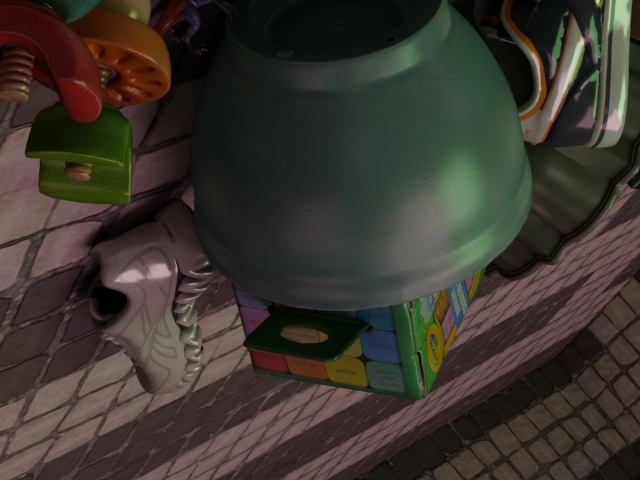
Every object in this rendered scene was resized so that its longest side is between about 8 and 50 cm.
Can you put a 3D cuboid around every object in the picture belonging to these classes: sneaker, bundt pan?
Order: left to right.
[{"bbox_3d":[-0.186,0.073,1.368,0.118,0.110,0.292,-22,149,-23],"label":"sneaker"},{"bbox_3d":[0.214,-0.130,1.401,0.331,0.124,0.331,-50,-158,29],"label":"bundt pan"},{"bbox_3d":[0.208,-0.241,1.177,0.127,0.321,0.126,-1,-170,-6],"label":"sneaker"}]

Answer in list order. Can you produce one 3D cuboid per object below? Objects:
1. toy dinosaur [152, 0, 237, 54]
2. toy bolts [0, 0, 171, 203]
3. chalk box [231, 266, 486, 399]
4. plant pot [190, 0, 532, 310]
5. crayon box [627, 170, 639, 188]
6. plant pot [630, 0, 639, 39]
[{"bbox_3d":[-0.095,-0.184,1.002,0.090,0.047,0.082,-13,131,-29],"label":"toy dinosaur"},{"bbox_3d":[-0.201,-0.139,0.831,0.218,0.158,0.228,7,163,-7],"label":"toy bolts"},{"bbox_3d":[0.031,0.022,1.213,0.289,0.180,0.179,-57,147,-42],"label":"chalk box"},{"bbox_3d":[0.024,-0.112,1.079,0.293,0.293,0.196,-31,134,-24],"label":"plant pot"},{"bbox_3d":[0.449,-0.243,1.658,0.318,0.202,0.081,-47,161,21],"label":"crayon box"},{"bbox_3d":[0.378,-0.349,1.281,0.237,0.237,0.254,-24,142,-38],"label":"plant pot"}]
